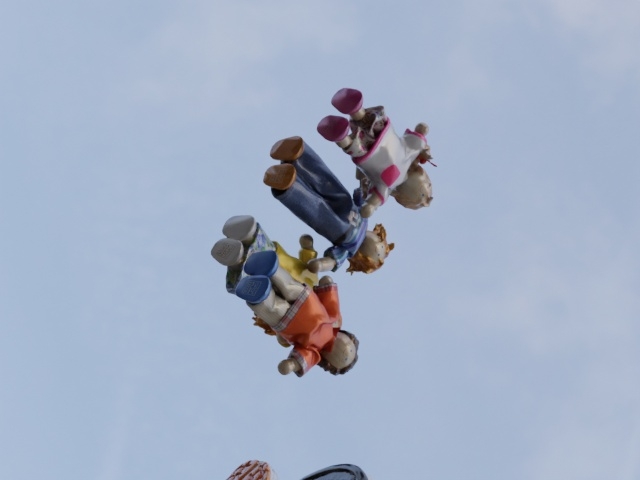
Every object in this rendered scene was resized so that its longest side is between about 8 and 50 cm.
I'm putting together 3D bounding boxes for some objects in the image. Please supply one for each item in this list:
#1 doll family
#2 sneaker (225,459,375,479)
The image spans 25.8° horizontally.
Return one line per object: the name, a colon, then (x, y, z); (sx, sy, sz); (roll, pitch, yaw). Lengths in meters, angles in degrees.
doll family: (0.000, 0.000, 1.213); (0.118, 0.163, 0.263); (6, -119, 44)
sneaker: (-0.014, 0.213, 0.877); (0.121, 0.099, 0.262); (51, -23, -11)
